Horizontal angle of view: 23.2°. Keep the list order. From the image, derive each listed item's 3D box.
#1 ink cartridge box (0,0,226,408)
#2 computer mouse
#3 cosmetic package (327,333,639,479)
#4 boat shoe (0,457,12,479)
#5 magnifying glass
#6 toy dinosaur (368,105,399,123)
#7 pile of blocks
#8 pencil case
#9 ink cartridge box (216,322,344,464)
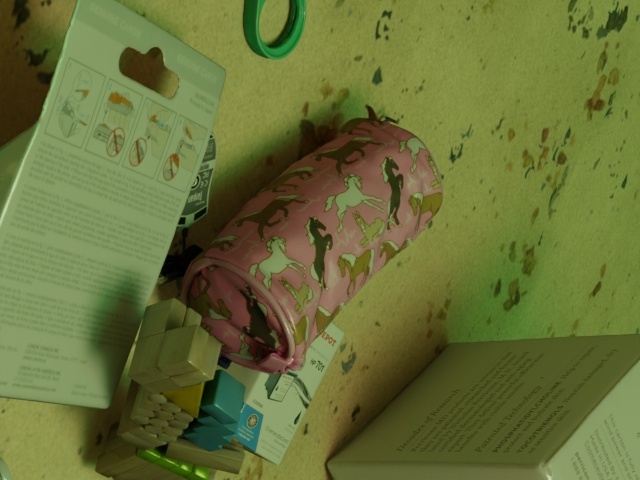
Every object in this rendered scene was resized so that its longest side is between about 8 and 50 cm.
[{"bbox_3d":[-0.248,-0.034,1.517,0.308,0.091,0.385,24,85,-66],"label":"ink cartridge box"},{"bbox_3d":[-0.155,-0.044,1.725,0.106,0.042,0.193,-18,128,-45],"label":"computer mouse"},{"bbox_3d":[0.300,0.353,2.188,0.327,0.394,0.329,-40,111,-39],"label":"cosmetic package"},{"bbox_3d":[-0.349,0.290,1.614,0.040,0.049,0.142,-16,122,-51],"label":"boat shoe"},{"bbox_3d":[-0.061,-0.302,1.735,0.092,0.026,0.231,-46,140,-32],"label":"magnifying glass"},{"bbox_3d":[0.073,-0.123,2.034,0.090,0.047,0.082,28,93,-24],"label":"toy dinosaur"},{"bbox_3d":[-0.138,0.164,1.662,0.362,0.149,0.112,116,-12,-57],"label":"pile of blocks"},{"bbox_3d":[0.000,0.000,1.829,0.386,0.160,0.167,-45,147,-45],"label":"pencil case"},{"bbox_3d":[-0.067,0.162,1.926,0.190,0.082,0.139,-62,147,-9],"label":"ink cartridge box"}]
